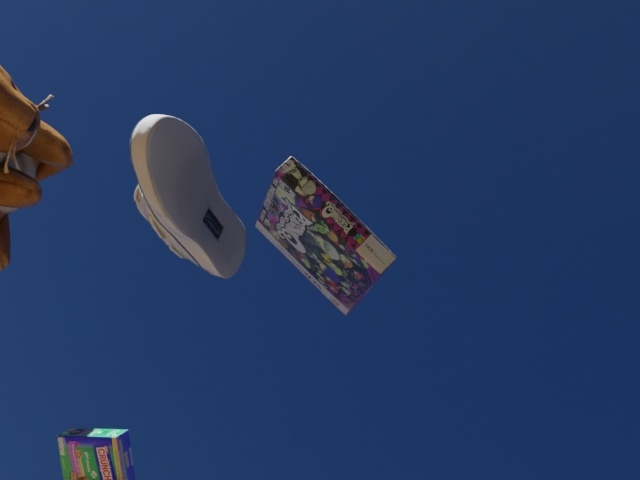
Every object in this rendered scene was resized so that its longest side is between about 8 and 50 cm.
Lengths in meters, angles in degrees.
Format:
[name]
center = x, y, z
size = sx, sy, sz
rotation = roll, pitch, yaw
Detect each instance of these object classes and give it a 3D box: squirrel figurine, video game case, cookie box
[squirrel figurine]
center = -0.627, -0.199, 1.578
size = 0.397, 0.281, 0.370
rotation = 32, -26, 1
[video game case]
center = 0.000, 0.000, 1.397
size = 0.210, 0.042, 0.232
rotation = 44, -22, 5
[cookie box]
center = -0.347, 0.339, 1.440
size = 0.107, 0.040, 0.092
rotation = -3, -81, 19

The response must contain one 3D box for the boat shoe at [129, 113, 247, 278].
[boat shoe]
center = -0.160, -0.042, 1.006
size = 0.084, 0.095, 0.258
rotation = 14, -31, 24
